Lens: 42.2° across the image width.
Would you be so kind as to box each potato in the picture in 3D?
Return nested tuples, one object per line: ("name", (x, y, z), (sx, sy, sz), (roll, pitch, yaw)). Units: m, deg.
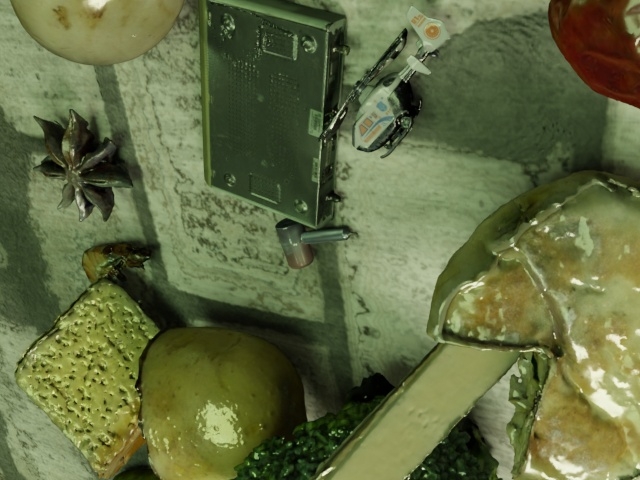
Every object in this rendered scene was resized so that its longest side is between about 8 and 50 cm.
("potato", (-0.120, 0.248, 1.194), (0.242, 0.242, 0.285), (-9, 96, 39))

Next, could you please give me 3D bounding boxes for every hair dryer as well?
("hair dryer", (0.000, 0.000, 1.077), (0.114, 0.037, 0.063), (-6, 114, 30))

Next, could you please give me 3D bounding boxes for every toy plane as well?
("toy plane", (0.077, -0.159, 0.899), (0.078, 0.053, 0.197), (35, 129, -4))

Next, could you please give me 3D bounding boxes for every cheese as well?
("cheese", (0.141, 0.150, 0.897), (0.085, 0.034, 0.400), (42, 91, 1))

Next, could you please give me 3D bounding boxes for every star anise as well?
("star anise", (-0.359, -0.116, 1.244), (0.204, 0.061, 0.181), (-10, 109, 39))

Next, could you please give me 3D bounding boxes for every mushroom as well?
("mushroom", (-0.267, -0.325, 0.985), (0.207, 0.207, 0.215), (-52, 47, 43))

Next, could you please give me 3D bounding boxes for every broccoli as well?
("broccoli", (0.063, 0.341, 1.038), (0.338, 0.317, 0.277), (-55, 48, 14))

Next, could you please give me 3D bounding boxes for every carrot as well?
("carrot", (-0.283, 0.451, 1.525), (0.358, 0.074, 0.074), (-16, 106, 42))

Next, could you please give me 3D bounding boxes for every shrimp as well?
("shrimp", (-0.309, 0.071, 1.337), (0.195, 0.035, 0.148), (-7, 110, 43))

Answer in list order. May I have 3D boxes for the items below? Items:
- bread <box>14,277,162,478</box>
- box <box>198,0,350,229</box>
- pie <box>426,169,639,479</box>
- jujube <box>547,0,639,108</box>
("bread", (-0.335, 0.224, 1.415), (0.248, 0.315, 0.279), (42, 92, 1))
("box", (-0.061, -0.158, 1.015), (0.211, 0.045, 0.270), (23, 127, 25))
("pie", (0.280, 0.093, 0.832), (0.337, 0.075, 0.337), (1, 102, 4))
("jujube", (0.348, -0.182, 0.617), (0.342, 0.216, 0.216), (10, 122, 17))
